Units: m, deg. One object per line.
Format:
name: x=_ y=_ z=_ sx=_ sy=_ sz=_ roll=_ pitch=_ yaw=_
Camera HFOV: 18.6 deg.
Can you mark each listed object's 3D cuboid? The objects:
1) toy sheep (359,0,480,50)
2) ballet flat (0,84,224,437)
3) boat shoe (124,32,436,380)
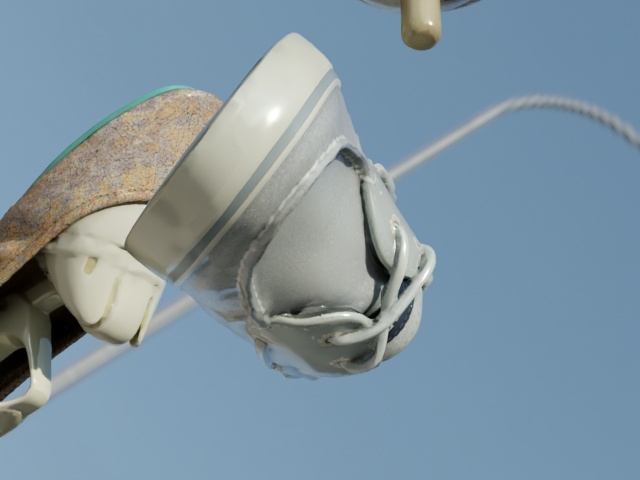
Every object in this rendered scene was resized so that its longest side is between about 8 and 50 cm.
toy sheep: x=0.025 y=-0.111 z=0.582 sx=0.091 sy=0.091 sz=0.132 roll=114 pitch=-21 yaw=-60
ballet flat: x=-0.162 y=0.041 z=1.149 sx=0.107 sy=0.316 sz=0.106 roll=38 pitch=16 yaw=-48
boat shoe: x=-0.001 y=0.001 z=0.595 sx=0.081 sy=0.079 sz=0.227 roll=37 pitch=-6 yaw=6
